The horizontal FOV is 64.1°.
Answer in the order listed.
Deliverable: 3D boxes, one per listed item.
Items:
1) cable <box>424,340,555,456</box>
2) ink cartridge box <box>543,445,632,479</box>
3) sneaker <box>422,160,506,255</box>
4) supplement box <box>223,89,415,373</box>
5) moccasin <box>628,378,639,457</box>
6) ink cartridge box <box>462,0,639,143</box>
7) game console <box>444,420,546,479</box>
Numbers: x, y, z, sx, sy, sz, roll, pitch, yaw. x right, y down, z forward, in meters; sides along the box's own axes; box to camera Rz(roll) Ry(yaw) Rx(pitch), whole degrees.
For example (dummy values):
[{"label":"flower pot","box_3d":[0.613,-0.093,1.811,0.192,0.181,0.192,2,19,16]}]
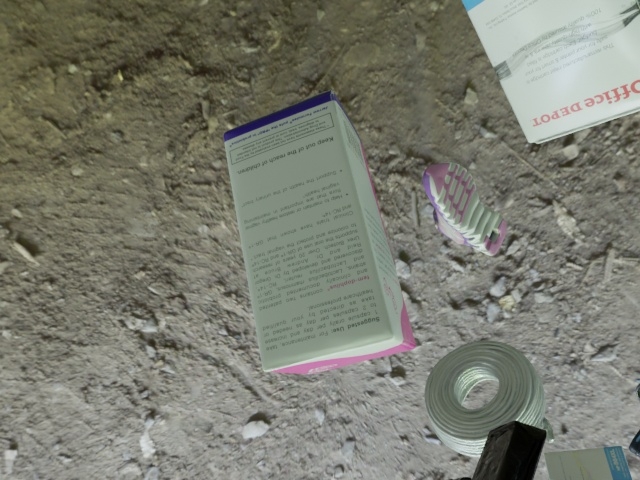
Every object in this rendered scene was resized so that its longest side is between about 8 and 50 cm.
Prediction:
[{"label":"cable","box_3d":[0.347,0.338,1.107,0.257,0.089,0.257,-22,34,26]},{"label":"ink cartridge box","box_3d":[0.450,0.415,0.873,0.143,0.092,0.089,-14,46,21]},{"label":"sneaker","box_3d":[0.243,-0.055,0.940,0.105,0.236,0.095,14,69,51]},{"label":"supplement box","box_3d":[0.000,0.000,0.463,0.114,0.111,0.219,-19,69,13]},{"label":"moccasin","box_3d":[0.785,0.349,1.168,0.117,0.137,0.342,12,43,33]},{"label":"ink cartridge box","box_3d":[0.368,-0.329,0.753,0.129,0.223,0.307,-35,102,-31]},{"label":"game console","box_3d":[0.233,0.417,0.822,0.044,0.361,0.213,31,60,8]}]
